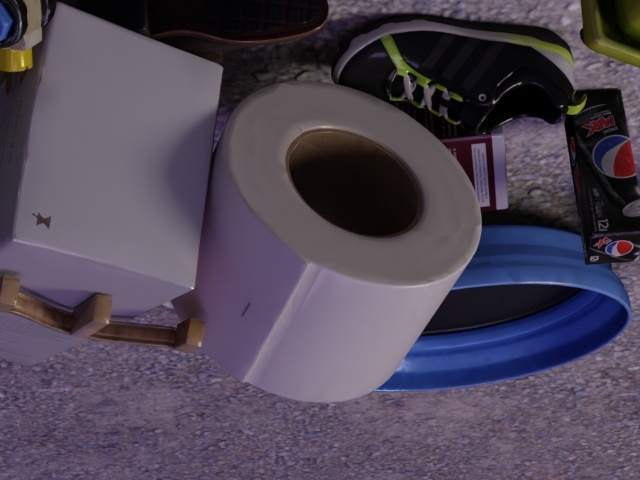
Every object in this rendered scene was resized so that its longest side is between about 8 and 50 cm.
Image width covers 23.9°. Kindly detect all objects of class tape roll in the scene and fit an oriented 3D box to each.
[{"bbox_3d":[0.000,0.000,1.355,0.246,0.246,0.169,11,136,-20],"label":"tape roll"}]

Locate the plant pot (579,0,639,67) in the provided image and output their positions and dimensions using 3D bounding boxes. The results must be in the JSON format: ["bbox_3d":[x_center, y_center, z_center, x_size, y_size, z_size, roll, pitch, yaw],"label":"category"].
[{"bbox_3d":[0.319,-0.236,1.145,0.228,0.227,0.207,14,151,-25],"label":"plant pot"}]

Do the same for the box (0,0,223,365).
[{"bbox_3d":[-0.254,-0.035,1.371,0.168,0.215,0.345,18,156,-29],"label":"box"}]

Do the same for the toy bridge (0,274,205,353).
[{"bbox_3d":[-0.196,0.066,1.279,0.188,0.026,0.063,15,158,-25],"label":"toy bridge"}]

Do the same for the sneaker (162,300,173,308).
[{"bbox_3d":[-0.157,0.029,1.667,0.292,0.110,0.118,28,151,-35],"label":"sneaker"}]

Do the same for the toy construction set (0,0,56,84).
[{"bbox_3d":[-0.324,-0.223,1.174,0.215,0.151,0.328,6,128,12],"label":"toy construction set"}]

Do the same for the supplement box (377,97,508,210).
[{"bbox_3d":[0.064,-0.082,1.510,0.239,0.073,0.130,-6,146,5],"label":"supplement box"}]

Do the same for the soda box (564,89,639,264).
[{"bbox_3d":[0.274,-0.063,1.463,0.053,0.169,0.060,-4,148,0],"label":"soda box"}]

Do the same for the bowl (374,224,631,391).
[{"bbox_3d":[0.154,0.083,1.723,0.391,0.077,0.391,-5,159,-2],"label":"bowl"}]

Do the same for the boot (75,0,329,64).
[{"bbox_3d":[-0.098,-0.189,1.340,0.219,0.082,0.106,2,161,6],"label":"boot"}]

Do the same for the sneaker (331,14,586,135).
[{"bbox_3d":[0.128,-0.146,1.388,0.234,0.097,0.084,-2,148,-1],"label":"sneaker"}]
